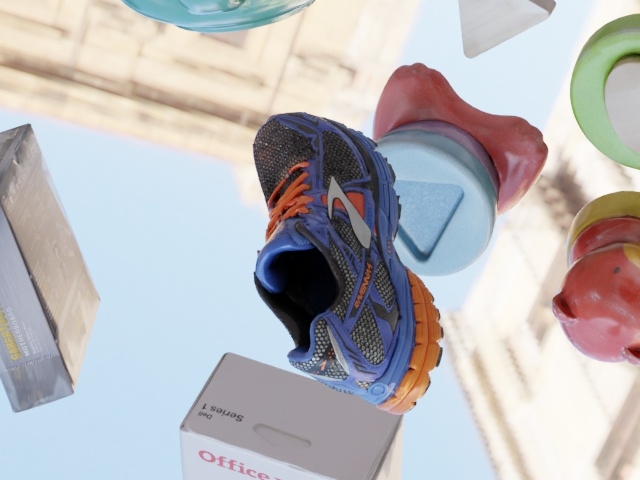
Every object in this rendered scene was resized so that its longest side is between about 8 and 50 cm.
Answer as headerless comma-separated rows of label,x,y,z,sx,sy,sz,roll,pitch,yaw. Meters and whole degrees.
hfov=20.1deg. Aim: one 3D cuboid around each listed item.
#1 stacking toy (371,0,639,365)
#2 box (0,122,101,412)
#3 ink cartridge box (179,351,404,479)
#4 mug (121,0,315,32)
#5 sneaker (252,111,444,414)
stacking toy,0.172,-0.054,1.434,0.309,0.280,0.130,22,-141,12
box,-0.252,0.017,1.524,0.056,0.183,0.231,-17,-163,4
ink cartridge box,-0.027,0.266,1.843,0.201,0.278,0.117,17,-132,15
mug,-0.052,-0.148,0.820,0.129,0.097,0.157,13,-143,36
sneaker,0.000,0.000,1.049,0.087,0.083,0.221,13,-144,-34
